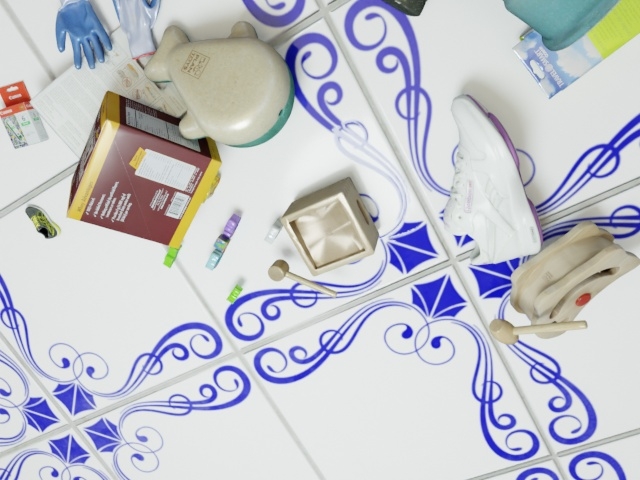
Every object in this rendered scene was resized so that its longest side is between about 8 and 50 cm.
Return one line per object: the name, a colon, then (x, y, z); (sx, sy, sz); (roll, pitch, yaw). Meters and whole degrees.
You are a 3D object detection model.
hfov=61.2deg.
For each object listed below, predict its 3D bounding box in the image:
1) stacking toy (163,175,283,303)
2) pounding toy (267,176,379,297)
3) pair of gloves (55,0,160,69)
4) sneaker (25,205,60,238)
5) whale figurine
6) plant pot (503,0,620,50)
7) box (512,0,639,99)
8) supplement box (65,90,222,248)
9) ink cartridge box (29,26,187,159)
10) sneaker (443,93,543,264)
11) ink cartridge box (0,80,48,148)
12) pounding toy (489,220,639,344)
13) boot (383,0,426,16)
stacking toy: (-0.190, 0.004, 1.056); (0.167, 0.052, 0.221); (32, 114, -2)
pounding toy: (-0.001, 0.010, 1.004); (0.206, 0.094, 0.181); (-22, 109, 22)
pair of gloves: (-0.363, -0.383, 0.925); (0.198, 0.023, 0.159); (-10, 105, 3)
sneaker: (-0.571, -0.037, 1.106); (0.083, 0.035, 0.031); (43, 111, -9)
whale figurine: (-0.166, -0.262, 0.915); (0.272, 0.141, 0.216); (29, 92, 21)
plant pot: (0.235, -0.462, 0.637); (0.334, 0.341, 0.341); (27, 113, -4)
box: (0.398, -0.318, 0.835); (0.178, 0.042, 0.109); (-38, 100, 20)
supplement box: (-0.307, -0.118, 0.939); (0.194, 0.129, 0.191); (19, 116, -30)
ink cartridge box: (-0.374, -0.249, 0.995); (0.232, 0.066, 0.189); (-39, 101, -1)
sneaker: (0.263, -0.089, 0.907); (0.152, 0.114, 0.305); (-21, 107, 16)
ink cartridge box: (-0.574, -0.238, 1.031); (0.062, 0.029, 0.115); (-11, 109, 14)
pounding toy: (0.424, 0.108, 0.917); (0.269, 0.155, 0.154); (-38, 135, 9)
boot: (0.091, -0.468, 0.815); (0.246, 0.083, 0.161); (27, 105, -10)
